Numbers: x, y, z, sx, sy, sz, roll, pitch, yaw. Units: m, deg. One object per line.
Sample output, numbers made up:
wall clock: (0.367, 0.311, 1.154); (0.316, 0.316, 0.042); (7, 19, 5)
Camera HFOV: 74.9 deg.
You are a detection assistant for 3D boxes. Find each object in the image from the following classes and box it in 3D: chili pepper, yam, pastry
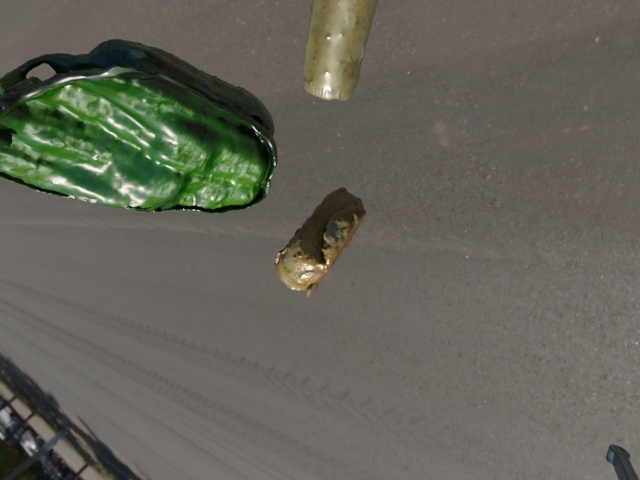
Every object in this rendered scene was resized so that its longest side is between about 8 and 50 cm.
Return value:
chili pepper: (-0.228, -0.147, 0.534); (0.168, 0.384, 0.213); (51, 122, 32)
yam: (0.041, -0.328, 0.406); (0.083, 0.083, 0.372); (32, 130, 20)
pastry: (0.000, 0.000, 0.817); (0.100, 0.219, 0.229); (36, 174, 0)

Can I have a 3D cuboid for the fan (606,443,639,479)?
fan: (0.202, 0.181, 0.253); (0.038, 0.193, 0.016); (14, 101, 23)
